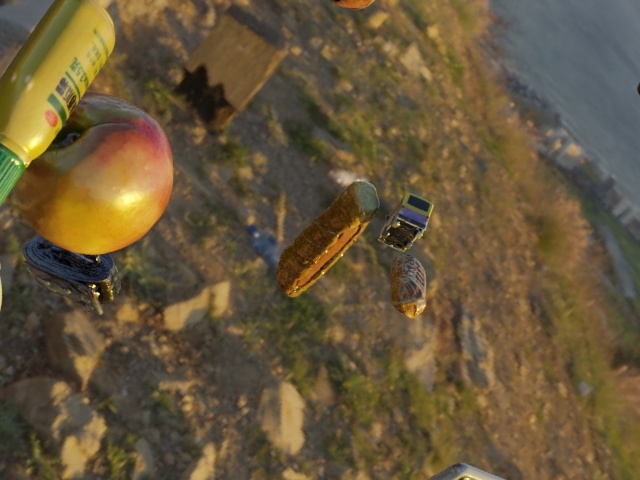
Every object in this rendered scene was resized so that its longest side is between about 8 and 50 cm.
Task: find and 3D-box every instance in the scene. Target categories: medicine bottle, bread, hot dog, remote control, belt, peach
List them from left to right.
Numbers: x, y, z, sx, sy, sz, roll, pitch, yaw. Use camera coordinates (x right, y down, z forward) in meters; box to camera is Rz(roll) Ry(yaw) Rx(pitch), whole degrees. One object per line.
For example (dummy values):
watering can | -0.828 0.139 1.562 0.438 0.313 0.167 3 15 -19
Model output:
medicine bottle | -0.268 -0.101 0.869 0.064 0.095 0.260 27 70 2
belt | -0.537 0.051 2.130 0.218 0.128 0.122 20 56 19
peach | -0.428 -0.120 1.879 0.332 0.308 0.307 72 -4 -52
hot dog | 0.003 -0.001 1.598 0.061 0.286 0.087 12 48 -29
bread | 0.115 0.058 1.291 0.052 0.044 0.157 56 12 -10
remote control | 0.230 0.336 1.268 0.261 0.067 0.029 30 31 -41

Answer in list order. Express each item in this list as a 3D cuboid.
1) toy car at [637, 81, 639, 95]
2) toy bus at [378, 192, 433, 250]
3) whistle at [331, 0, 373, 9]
toy car | 0.463 -0.183 1.051 0.193 0.118 0.301 35 45 11
toy bus | 0.126 -0.028 1.476 0.052 0.102 0.058 25 67 -4
whistle | 0.092 -0.483 1.738 0.134 0.142 0.346 0 10 -30
